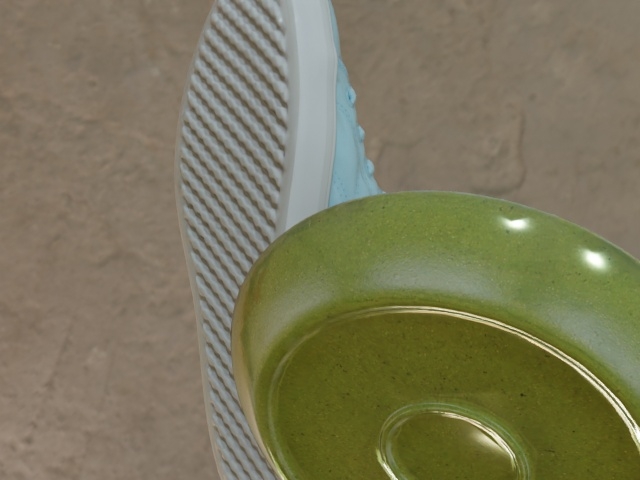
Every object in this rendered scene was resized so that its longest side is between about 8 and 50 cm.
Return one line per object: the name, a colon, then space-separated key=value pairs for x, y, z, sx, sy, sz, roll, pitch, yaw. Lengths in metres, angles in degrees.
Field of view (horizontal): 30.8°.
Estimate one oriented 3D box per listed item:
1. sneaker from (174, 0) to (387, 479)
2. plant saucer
sneaker: x=0.000 y=0.000 z=0.771 sx=0.135 sy=0.150 sz=0.365 roll=6 pitch=99 yaw=48
plant saucer: x=0.063 y=0.087 z=0.522 sx=0.241 sy=0.037 sz=0.241 roll=13 pitch=129 yaw=16
